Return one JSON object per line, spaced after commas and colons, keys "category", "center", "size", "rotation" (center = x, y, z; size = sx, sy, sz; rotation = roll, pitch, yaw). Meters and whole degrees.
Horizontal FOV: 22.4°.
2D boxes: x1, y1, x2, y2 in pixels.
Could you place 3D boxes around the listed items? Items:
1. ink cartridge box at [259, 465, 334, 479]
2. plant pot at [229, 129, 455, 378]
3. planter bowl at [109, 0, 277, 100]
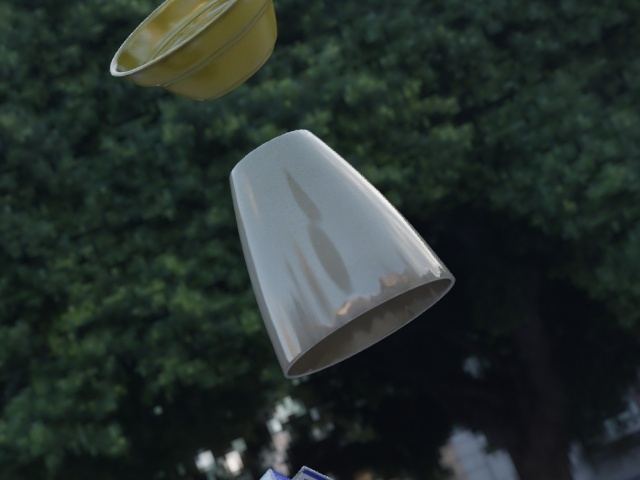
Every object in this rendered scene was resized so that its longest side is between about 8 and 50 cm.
{"category": "ink cartridge box", "center": [-0.040, 0.355, 1.723], "size": [0.165, 0.065, 0.333], "rotation": [29, -60, -18]}
{"category": "plant pot", "center": [0.000, 0.000, 2.139], "size": [0.256, 0.274, 0.256], "rotation": [-28, -12, -7]}
{"category": "planter bowl", "center": [-0.113, -0.214, 1.734], "size": [0.217, 0.090, 0.217], "rotation": [-33, 22, 15]}
